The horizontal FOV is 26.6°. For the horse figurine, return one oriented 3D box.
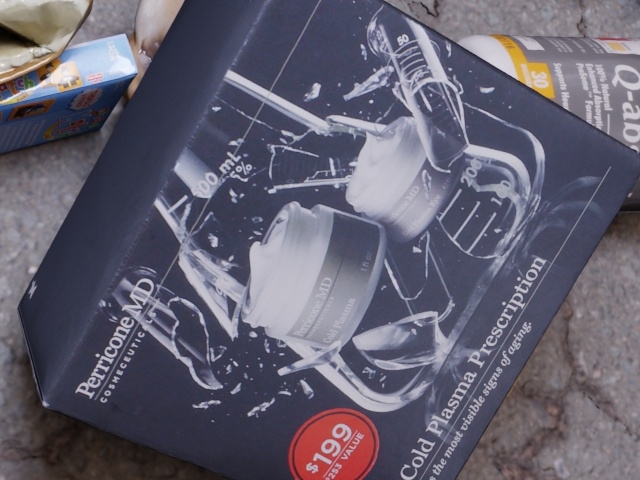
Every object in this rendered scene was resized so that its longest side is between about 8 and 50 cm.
[{"bbox_3d":[-0.114,-0.173,1.091,0.066,0.174,0.263,13,100,-15],"label":"horse figurine"}]

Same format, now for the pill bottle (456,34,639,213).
[{"bbox_3d":[0.251,-0.104,1.226,0.278,0.162,0.162,-2,75,-18],"label":"pill bottle"}]

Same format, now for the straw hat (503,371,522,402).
[{"bbox_3d":[0.108,0.106,1.169,0.144,0.144,0.061,-30,46,-23],"label":"straw hat"}]

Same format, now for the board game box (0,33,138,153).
[{"bbox_3d":[-0.261,-0.098,1.053,0.211,0.160,0.039,-16,84,-22],"label":"board game box"}]

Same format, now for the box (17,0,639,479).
[{"bbox_3d":[0.000,0.000,0.990,0.312,0.179,0.343,26,99,-24],"label":"box"}]

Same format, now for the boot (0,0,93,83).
[{"bbox_3d":[-0.231,-0.212,1.048,0.236,0.269,0.089,-29,124,-15],"label":"boot"}]
